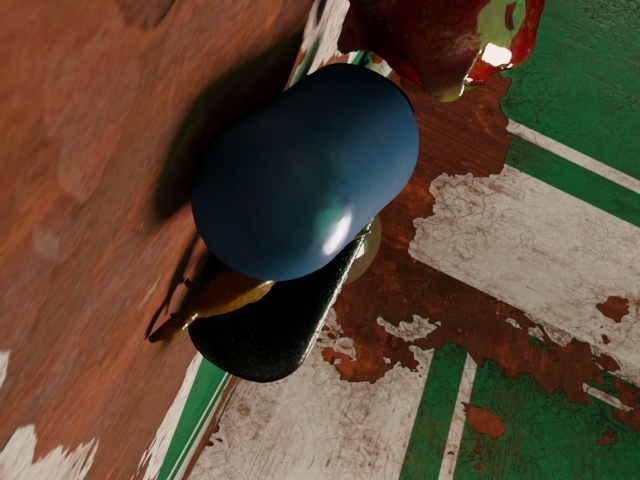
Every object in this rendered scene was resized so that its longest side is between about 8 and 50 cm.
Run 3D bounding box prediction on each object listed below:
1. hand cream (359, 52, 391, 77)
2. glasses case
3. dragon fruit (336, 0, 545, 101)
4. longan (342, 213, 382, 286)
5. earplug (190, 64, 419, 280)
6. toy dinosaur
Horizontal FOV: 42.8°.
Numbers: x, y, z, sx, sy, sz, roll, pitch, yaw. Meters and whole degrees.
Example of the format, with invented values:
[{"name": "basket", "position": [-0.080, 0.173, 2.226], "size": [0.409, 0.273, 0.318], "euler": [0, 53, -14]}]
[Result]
[{"name": "hand cream", "position": [0.082, -0.277, 1.376], "size": [0.276, 0.059, 0.095], "euler": [-59, 179, -14]}, {"name": "glasses case", "position": [-0.016, -0.019, 0.784], "size": [0.320, 0.122, 0.082], "euler": [-64, 177, -6]}, {"name": "dragon fruit", "position": [0.098, -0.226, 0.693], "size": [0.269, 0.199, 0.200], "euler": [-83, 154, -78]}, {"name": "longan", "position": [0.000, 0.000, 1.271], "size": [0.204, 0.159, 0.185], "euler": [-34, 161, -9]}, {"name": "earplug", "position": [-0.010, -0.050, 0.594], "size": [0.132, 0.133, 0.273], "euler": [-65, 175, 20]}, {"name": "toy dinosaur", "position": [-0.050, 0.033, 0.652], "size": [0.162, 0.039, 0.126], "euler": [-16, -163, 27]}]
